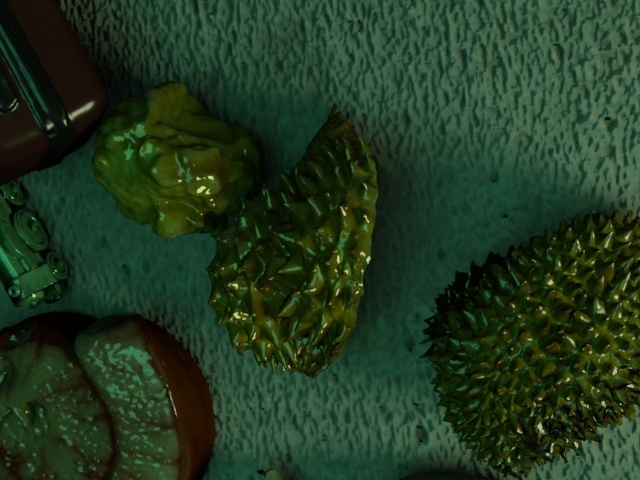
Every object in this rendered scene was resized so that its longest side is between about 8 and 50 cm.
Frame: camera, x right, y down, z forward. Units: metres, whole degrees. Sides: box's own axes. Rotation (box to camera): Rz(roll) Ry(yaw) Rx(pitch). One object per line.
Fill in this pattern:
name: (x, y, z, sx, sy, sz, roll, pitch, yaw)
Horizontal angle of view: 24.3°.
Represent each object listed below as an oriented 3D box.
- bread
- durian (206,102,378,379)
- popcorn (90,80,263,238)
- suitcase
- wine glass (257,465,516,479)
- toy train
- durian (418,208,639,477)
bread: (-0.293, 0.234, 1.799, 0.328, 0.114, 0.295, -4, 102, 19)
durian: (0.001, 0.013, 1.577, 0.186, 0.196, 0.305, 14, 98, -29)
popcorn: (-0.163, -0.080, 1.645, 0.197, 0.197, 0.155, 38, 104, 8)
suitcase: (-0.372, -0.217, 1.656, 0.161, 0.236, 0.297, -28, 91, -17)
wine glass: (0.078, 0.327, 1.680, 0.321, 0.143, 0.143, -4, 101, 18)
toy train: (-0.373, 0.002, 1.781, 0.071, 0.104, 0.178, -31, 91, 18)
durian: (0.241, 0.099, 1.519, 0.293, 0.258, 0.258, -38, 88, 17)
